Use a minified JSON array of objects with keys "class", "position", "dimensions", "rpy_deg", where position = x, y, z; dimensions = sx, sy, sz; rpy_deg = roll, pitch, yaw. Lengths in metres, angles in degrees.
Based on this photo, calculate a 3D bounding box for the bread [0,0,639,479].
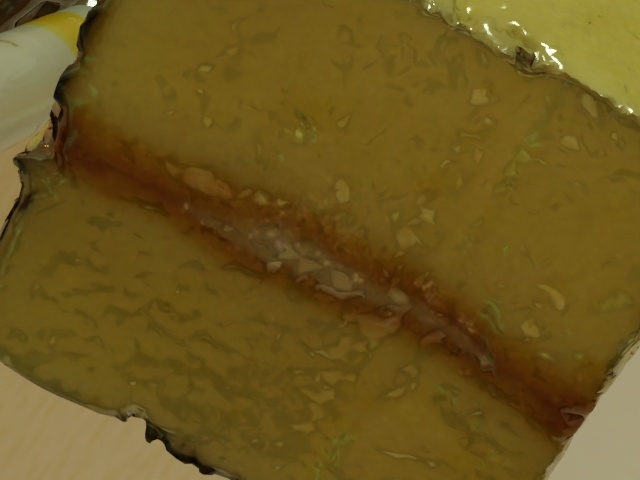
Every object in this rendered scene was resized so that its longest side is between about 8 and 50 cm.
[{"class":"bread","position":[0.000,0.000,0.678],"dimensions":[0.236,0.263,0.198],"rpy_deg":[9,37,-26]}]

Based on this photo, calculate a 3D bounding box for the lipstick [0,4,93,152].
[{"class":"lipstick","position":[-0.182,-0.067,0.857],"dimensions":[0.059,0.264,0.059],"rpy_deg":[7,-69,20]}]

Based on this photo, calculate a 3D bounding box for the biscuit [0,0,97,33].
[{"class":"biscuit","position":[-0.140,-0.187,1.204],"dimensions":[0.332,0.332,0.103],"rpy_deg":[76,-1,-65]}]
